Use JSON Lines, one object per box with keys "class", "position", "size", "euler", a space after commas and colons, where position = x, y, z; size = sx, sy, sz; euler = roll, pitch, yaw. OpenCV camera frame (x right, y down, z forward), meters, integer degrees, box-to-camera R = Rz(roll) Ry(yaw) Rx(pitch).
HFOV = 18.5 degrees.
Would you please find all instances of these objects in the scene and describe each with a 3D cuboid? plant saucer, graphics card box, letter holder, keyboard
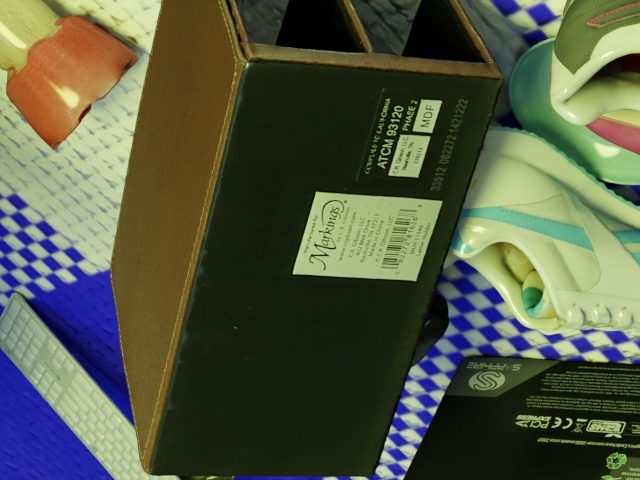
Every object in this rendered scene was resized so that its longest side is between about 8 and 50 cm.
{"class": "plant saucer", "position": [0.170, -0.082, 1.154], "size": [0.119, 0.021, 0.119], "euler": [19, 143, 15]}
{"class": "graphics card box", "position": [0.138, 0.240, 1.277], "size": [0.233, 0.371, 0.094], "euler": [-1, 135, 33]}
{"class": "letter holder", "position": [-0.026, -0.035, 1.205], "size": [0.152, 0.214, 0.301], "euler": [3, 126, -18]}
{"class": "keyboard", "position": [-0.180, 0.153, 1.614], "size": [0.256, 0.014, 0.072], "euler": [47, 145, 11]}

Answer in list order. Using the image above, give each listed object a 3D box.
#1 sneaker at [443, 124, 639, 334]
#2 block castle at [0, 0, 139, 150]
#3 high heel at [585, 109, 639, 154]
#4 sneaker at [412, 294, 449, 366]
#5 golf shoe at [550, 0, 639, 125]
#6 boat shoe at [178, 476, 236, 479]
{"class": "sneaker", "position": [0.170, 0.022, 1.204], "size": [0.229, 0.092, 0.087], "euler": [29, 161, -12]}
{"class": "block castle", "position": [-0.325, 0.016, 1.379], "size": [0.213, 0.303, 0.453], "euler": [43, 143, -8]}
{"class": "high heel", "position": [0.262, -0.031, 1.093], "size": [0.244, 0.082, 0.117], "euler": [4, 131, 4]}
{"class": "sneaker", "position": [0.000, 0.000, 1.333], "size": [0.234, 0.078, 0.106], "euler": [47, 126, -10]}
{"class": "golf shoe", "position": [0.249, -0.093, 0.998], "size": [0.273, 0.120, 0.105], "euler": [4, 137, 31]}
{"class": "boat shoe", "position": [-0.109, 0.191, 1.640], "size": [0.080, 0.073, 0.223], "euler": [38, 144, -13]}
